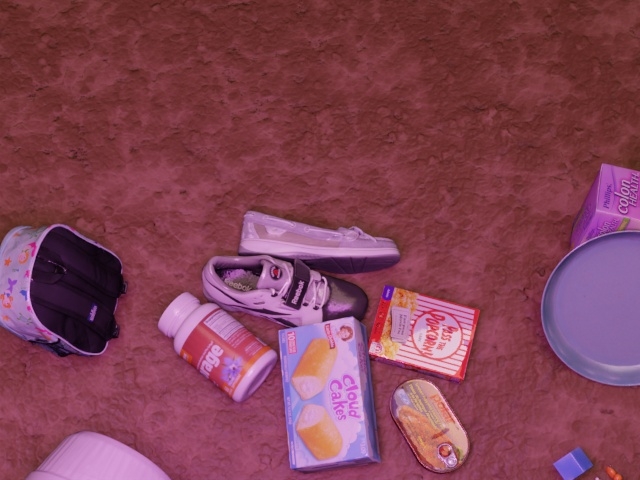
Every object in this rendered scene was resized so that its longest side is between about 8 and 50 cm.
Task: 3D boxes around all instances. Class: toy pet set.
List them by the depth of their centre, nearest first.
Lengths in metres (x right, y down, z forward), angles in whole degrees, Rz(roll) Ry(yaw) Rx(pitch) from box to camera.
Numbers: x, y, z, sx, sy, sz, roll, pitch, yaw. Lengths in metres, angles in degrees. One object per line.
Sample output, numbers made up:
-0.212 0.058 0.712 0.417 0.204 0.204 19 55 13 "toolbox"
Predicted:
0.493 0.439 1.914 0.122 0.065 0.114 -30 72 -12 "toy pet set"

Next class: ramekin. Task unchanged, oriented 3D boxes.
-0.369 0.441 1.802 0.273 0.273 0.127 25 58 9 "ramekin"

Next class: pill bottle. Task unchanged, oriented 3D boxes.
-0.198 0.197 1.969 0.216 0.121 0.121 37 72 13 "pill bottle"

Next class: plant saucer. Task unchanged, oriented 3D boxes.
0.577 0.125 1.965 0.318 0.043 0.317 3 110 8 "plant saucer"

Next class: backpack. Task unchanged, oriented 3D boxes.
-0.504 0.087 1.940 0.191 0.253 0.225 1 68 21 "backpack"

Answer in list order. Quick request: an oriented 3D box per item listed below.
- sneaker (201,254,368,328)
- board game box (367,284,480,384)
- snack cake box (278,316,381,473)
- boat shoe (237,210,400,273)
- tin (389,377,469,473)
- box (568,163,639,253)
-0.070 0.097 1.999 0.331 0.146 0.122 8 69 1 "sneaker"
0.198 0.182 2.021 0.194 0.045 0.146 14 69 5 "board game box"
0.017 0.288 1.932 0.152 0.089 0.264 -13 67 16 "snack cake box"
-0.001 0.001 2.055 0.321 0.118 0.103 3 73 8 "boat shoe"
0.204 0.349 1.961 0.106 0.040 0.189 -28 71 -7 "tin"
0.627 -0.018 2.010 0.243 0.213 0.117 13 59 5 "box"
